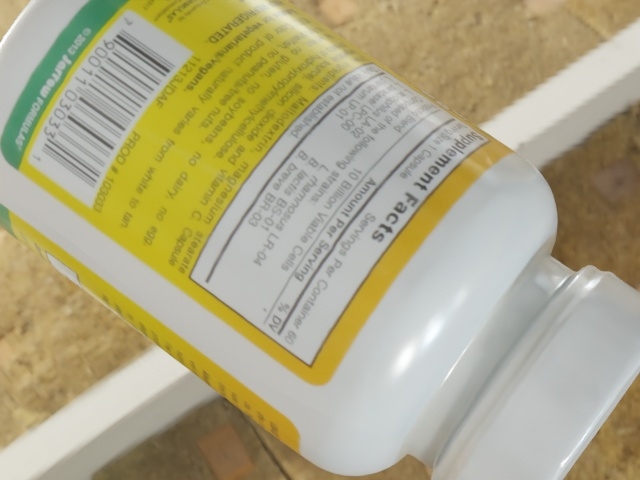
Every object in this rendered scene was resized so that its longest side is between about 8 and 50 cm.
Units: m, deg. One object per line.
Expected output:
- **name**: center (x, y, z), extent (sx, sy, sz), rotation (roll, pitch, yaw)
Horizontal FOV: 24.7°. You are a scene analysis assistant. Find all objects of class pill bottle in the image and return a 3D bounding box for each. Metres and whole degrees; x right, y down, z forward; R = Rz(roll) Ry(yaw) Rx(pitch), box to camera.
- **pill bottle**: center (0.000, 0.000, 0.467), extent (0.208, 0.117, 0.117), rotation (35, -111, 14)
